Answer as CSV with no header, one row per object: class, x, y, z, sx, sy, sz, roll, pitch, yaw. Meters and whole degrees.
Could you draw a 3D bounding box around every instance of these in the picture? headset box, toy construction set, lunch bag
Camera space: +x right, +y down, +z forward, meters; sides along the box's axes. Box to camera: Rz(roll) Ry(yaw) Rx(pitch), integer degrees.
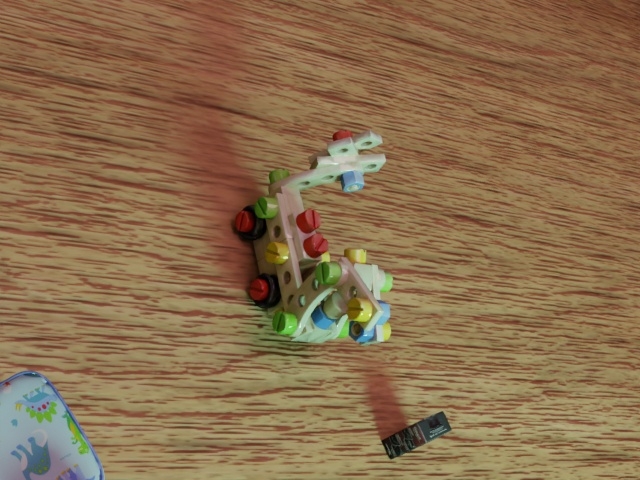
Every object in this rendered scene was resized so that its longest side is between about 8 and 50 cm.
headset box,0.136,0.268,1.873,0.062,0.083,0.032,-15,77,-48
toy construction set,0.000,0.000,1.806,0.151,0.215,0.328,22,52,-34
lunch bag,-0.344,0.254,1.420,0.219,0.090,0.176,-33,90,-48
